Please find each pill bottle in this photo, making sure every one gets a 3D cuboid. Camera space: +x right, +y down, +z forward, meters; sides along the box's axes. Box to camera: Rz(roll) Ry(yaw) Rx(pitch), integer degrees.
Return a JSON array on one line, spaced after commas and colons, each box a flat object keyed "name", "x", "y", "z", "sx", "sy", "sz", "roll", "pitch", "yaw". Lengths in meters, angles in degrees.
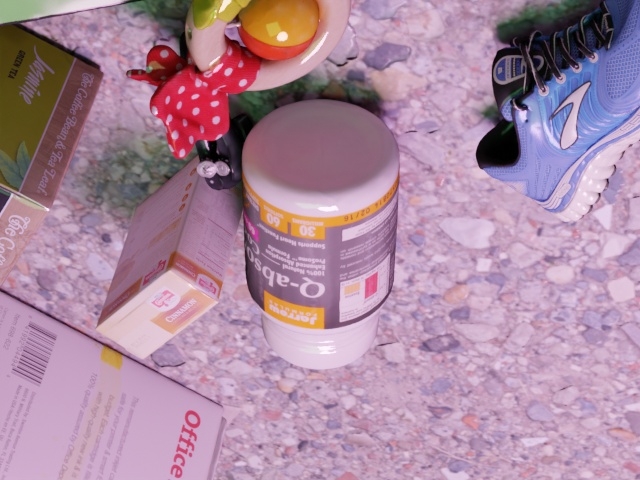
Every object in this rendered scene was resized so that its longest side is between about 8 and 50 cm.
[{"name": "pill bottle", "x": 0.000, "y": 0.000, "z": 1.691, "sx": 0.162, "sy": 0.162, "sz": 0.278, "roll": 7, "pitch": 136, "yaw": 6}]

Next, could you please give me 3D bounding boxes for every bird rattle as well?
[{"name": "bird rattle", "x": -0.068, "y": -0.196, "z": 1.515, "sx": 0.207, "sy": 0.143, "sz": 0.253, "roll": -10, "pitch": 131, "yaw": -19}]

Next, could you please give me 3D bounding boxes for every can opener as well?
[{"name": "can opener", "x": -0.114, "y": -0.133, "z": 1.653, "sx": 0.059, "sy": 0.073, "sz": 0.186, "roll": -3, "pitch": 125, "yaw": 20}]

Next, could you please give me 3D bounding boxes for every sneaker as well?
[{"name": "sneaker", "x": 0.241, "y": -0.149, "z": 1.506, "sx": 0.147, "sy": 0.130, "sz": 0.330, "roll": 18, "pitch": 137, "yaw": -9}]

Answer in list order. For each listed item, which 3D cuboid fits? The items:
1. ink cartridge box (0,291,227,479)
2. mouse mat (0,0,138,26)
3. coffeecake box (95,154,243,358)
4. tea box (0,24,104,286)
[{"name": "ink cartridge box", "x": -0.336, "y": 0.264, "z": 1.955, "sx": 0.384, "sy": 0.279, "sz": 0.160, "roll": 30, "pitch": 135, "yaw": -17}, {"name": "mouse mat", "x": -0.255, "y": -0.278, "z": 1.522, "sx": 0.189, "sy": 0.007, "sz": 0.153, "roll": -11, "pitch": 133, "yaw": -6}, {"name": "coffeecake box", "x": -0.157, "y": 0.014, "z": 1.722, "sx": 0.068, "sy": 0.185, "sz": 0.142, "roll": 35, "pitch": 133, "yaw": -22}, {"name": "tea box", "x": -0.452, "y": -0.082, "z": 1.667, "sx": 0.323, "sy": 0.220, "sz": 0.329, "roll": 28, "pitch": 135, "yaw": -15}]
